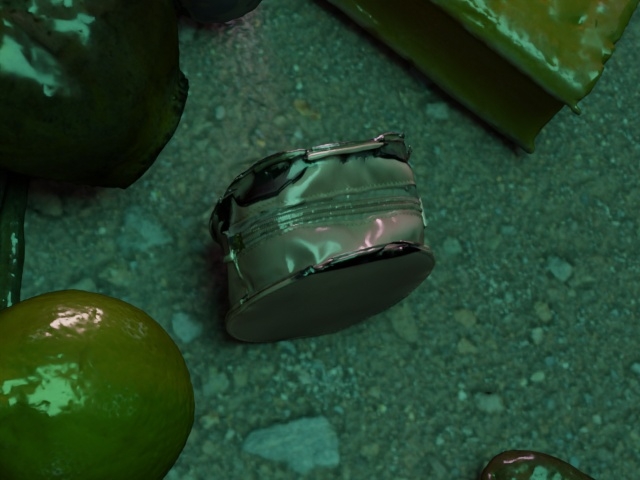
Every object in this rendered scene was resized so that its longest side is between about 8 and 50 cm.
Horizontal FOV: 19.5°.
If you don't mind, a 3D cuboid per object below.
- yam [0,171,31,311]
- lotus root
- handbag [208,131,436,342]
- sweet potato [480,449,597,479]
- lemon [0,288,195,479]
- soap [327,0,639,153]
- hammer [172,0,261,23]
[{"bbox_3d":[-0.263,0.005,1.577,0.027,0.029,0.234,26,56,-44],"label":"yam"},{"bbox_3d":[-0.218,-0.171,1.542,0.260,0.149,0.267,40,38,-13],"label":"lotus root"},{"bbox_3d":[-0.001,-0.001,1.614,0.205,0.179,0.116,-11,69,-28],"label":"handbag"},{"bbox_3d":[0.261,0.265,1.689,0.273,0.075,0.075,31,61,-15],"label":"sweet potato"},{"bbox_3d":[-0.201,0.126,1.450,0.248,0.184,0.184,25,52,-61],"label":"lemon"},{"bbox_3d":[0.158,-0.301,1.814,0.335,0.156,0.293,37,64,-6],"label":"soap"},{"bbox_3d":[-0.192,-0.329,1.670,0.335,0.206,0.119,32,78,10],"label":"hammer"}]
